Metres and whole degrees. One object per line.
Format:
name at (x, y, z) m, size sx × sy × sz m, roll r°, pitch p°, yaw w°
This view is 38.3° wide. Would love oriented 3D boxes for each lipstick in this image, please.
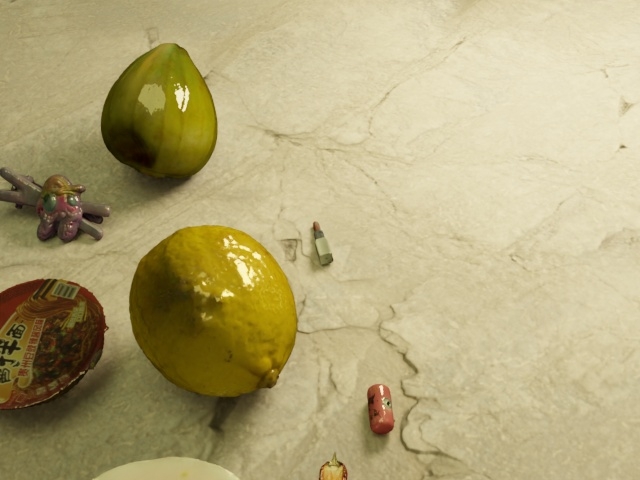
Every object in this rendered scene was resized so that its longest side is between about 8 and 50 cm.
lipstick at (0.000, 0.000, 1.734) m, size 0.025 × 0.025 × 0.107 m, roll -15°, pitch 43°, yaw -3°

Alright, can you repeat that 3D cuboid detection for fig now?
fig at (-0.315, -0.261, 1.860) m, size 0.239 × 0.239 × 0.271 m, roll 16°, pitch 95°, yaw 22°

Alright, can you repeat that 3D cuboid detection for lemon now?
lemon at (-0.173, 0.118, 1.506) m, size 0.268 × 0.268 × 0.322 m, roll -22°, pitch 56°, yaw -9°

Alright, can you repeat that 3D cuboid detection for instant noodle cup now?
instant noodle cup at (-0.494, 0.196, 1.605) m, size 0.274 × 0.091 × 0.274 m, roll -4°, pitch 49°, yaw 5°

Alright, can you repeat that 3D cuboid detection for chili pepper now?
chili pepper at (0.017, 0.403, 1.382) m, size 0.045 × 0.027 × 0.178 m, roll -5°, pitch 49°, yaw 11°

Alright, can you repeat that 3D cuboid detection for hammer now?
hammer at (0.097, 0.269, 1.475) m, size 0.043 × 0.043 × 0.083 m, roll -7°, pitch 48°, yaw 4°

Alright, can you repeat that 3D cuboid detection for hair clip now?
hair clip at (-0.552, -0.071, 1.851) m, size 0.278 × 0.090 × 0.137 m, roll 20°, pitch 90°, yaw 28°

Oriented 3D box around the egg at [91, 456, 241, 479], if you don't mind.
egg at (-0.220, 0.472, 1.250) m, size 0.337 × 0.201 × 0.337 m, roll -1°, pitch 46°, yaw 1°
